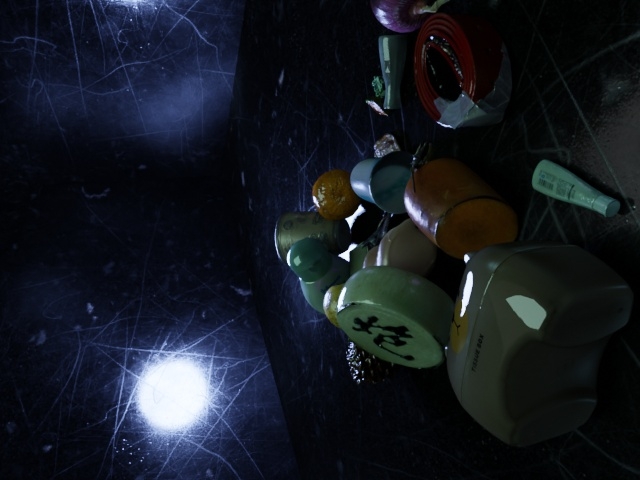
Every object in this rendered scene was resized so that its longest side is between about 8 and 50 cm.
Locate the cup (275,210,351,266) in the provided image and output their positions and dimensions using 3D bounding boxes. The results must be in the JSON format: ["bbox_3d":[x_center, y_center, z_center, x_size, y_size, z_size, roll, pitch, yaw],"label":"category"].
[{"bbox_3d":[0.000,0.000,2.100,0.257,0.301,0.227,-2,77,26],"label":"cup"}]

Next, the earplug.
[{"bbox_3d":[0.183,-0.197,1.667,0.324,0.185,0.184,-148,54,-70],"label":"earplug"}]

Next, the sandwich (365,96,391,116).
[{"bbox_3d":[0.190,-0.446,1.719,0.026,0.069,0.101,-49,34,-1],"label":"sandwich"}]

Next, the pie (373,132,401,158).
[{"bbox_3d":[0.216,-0.303,1.716,0.170,0.034,0.091,155,103,-68],"label":"pie"}]

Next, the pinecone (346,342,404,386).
[{"bbox_3d":[0.190,0.386,1.755,0.221,0.222,0.221,174,90,-68],"label":"pinecone"}]

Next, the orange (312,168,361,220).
[{"bbox_3d":[0.061,-0.170,1.946,0.161,0.194,0.193,-78,-15,-83],"label":"orange"}]

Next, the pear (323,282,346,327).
[{"bbox_3d":[0.090,0.216,1.762,0.178,0.178,0.177,174,90,-68],"label":"pear"}]

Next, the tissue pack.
[{"bbox_3d":[0.412,0.188,1.053,0.277,0.268,0.386,-128,37,-57],"label":"tissue pack"}]

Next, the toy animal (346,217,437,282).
[{"bbox_3d":[0.225,0.071,1.593,0.212,0.195,0.256,-65,4,-22],"label":"toy animal"}]

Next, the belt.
[{"bbox_3d":[0.343,-0.405,1.273,0.227,0.115,0.323,115,144,-56],"label":"belt"}]

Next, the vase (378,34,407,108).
[{"bbox_3d":[0.222,-0.514,1.592,0.086,0.086,0.213,-141,44,-60],"label":"vase"}]

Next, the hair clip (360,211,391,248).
[{"bbox_3d":[0.194,-0.030,1.722,0.056,0.187,0.146,31,142,6],"label":"hair clip"}]

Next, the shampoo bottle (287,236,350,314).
[{"bbox_3d":[0.008,0.127,1.942,0.349,0.222,0.151,51,178,-38],"label":"shampoo bottle"}]

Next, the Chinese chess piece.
[{"bbox_3d":[0.213,0.223,1.471,0.146,0.350,0.349,-61,3,-31],"label":"Chinese chess piece"}]

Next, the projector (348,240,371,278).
[{"bbox_3d":[0.179,0.148,1.858,0.193,0.088,0.269,141,121,-64],"label":"projector"}]

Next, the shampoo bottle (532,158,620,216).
[{"bbox_3d":[0.507,-0.101,1.042,0.190,0.041,0.069,-131,46,-54],"label":"shampoo bottle"}]

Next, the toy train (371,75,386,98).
[{"bbox_3d":[0.198,-0.506,1.706,0.053,0.033,0.083,-45,55,57],"label":"toy train"}]

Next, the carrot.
[{"bbox_3d":[0.312,-0.101,1.309,0.331,0.215,0.193,-116,31,-47],"label":"carrot"}]

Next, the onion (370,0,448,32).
[{"bbox_3d":[0.225,-0.674,1.409,0.207,0.201,0.200,163,99,-74],"label":"onion"}]
